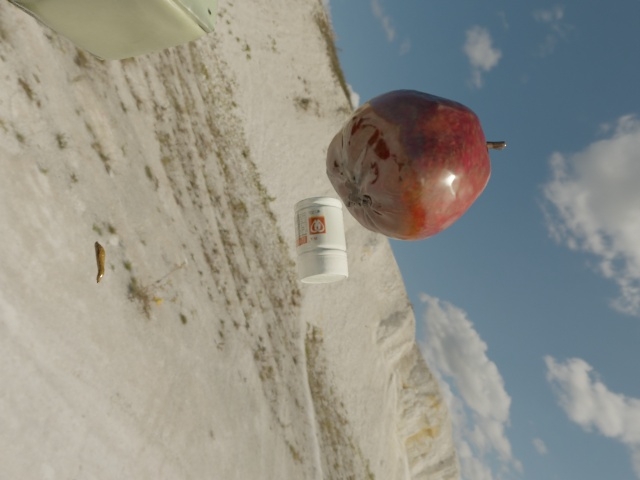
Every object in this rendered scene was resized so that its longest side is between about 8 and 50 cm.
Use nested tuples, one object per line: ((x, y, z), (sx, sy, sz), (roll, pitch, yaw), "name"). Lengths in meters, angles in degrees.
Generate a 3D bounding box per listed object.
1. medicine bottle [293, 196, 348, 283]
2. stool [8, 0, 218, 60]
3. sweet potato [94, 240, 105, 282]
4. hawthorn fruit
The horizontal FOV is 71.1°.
((0.000, 0.000, 0.503), (0.057, 0.057, 0.089), (90, -5, -75), "medicine bottle")
((-0.294, -0.447, 0.674), (0.170, 0.244, 0.269), (23, 69, -64), "stool")
((-0.567, 0.054, 1.153), (0.026, 0.026, 0.115), (84, -8, -70), "sweet potato")
((0.176, -0.160, 0.886), (0.308, 0.324, 0.308), (33, -20, 14), "hawthorn fruit")
